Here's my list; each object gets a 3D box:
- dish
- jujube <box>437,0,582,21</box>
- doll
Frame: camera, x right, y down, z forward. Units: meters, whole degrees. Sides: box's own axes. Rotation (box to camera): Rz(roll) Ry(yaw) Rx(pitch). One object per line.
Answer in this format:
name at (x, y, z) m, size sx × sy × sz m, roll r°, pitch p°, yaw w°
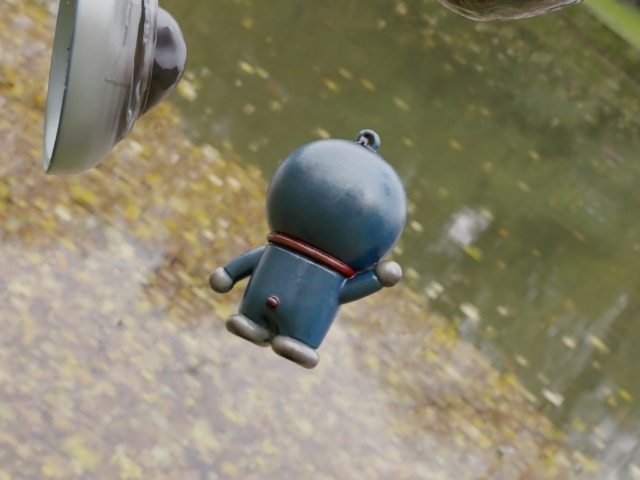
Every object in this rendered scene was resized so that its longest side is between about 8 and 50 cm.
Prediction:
dish at (-0.202, -0.196, 1.463) m, size 0.134 × 0.273 × 0.273 m, roll 6°, pitch 26°, yaw -14°
jujube at (0.204, -0.337, 1.415) m, size 0.308 × 0.215 × 0.246 m, roll -29°, pitch 60°, yaw -37°
doll at (0.000, 0.000, 0.875) m, size 0.114 × 0.152 × 0.085 m, roll 22°, pitch -7°, yaw 18°
